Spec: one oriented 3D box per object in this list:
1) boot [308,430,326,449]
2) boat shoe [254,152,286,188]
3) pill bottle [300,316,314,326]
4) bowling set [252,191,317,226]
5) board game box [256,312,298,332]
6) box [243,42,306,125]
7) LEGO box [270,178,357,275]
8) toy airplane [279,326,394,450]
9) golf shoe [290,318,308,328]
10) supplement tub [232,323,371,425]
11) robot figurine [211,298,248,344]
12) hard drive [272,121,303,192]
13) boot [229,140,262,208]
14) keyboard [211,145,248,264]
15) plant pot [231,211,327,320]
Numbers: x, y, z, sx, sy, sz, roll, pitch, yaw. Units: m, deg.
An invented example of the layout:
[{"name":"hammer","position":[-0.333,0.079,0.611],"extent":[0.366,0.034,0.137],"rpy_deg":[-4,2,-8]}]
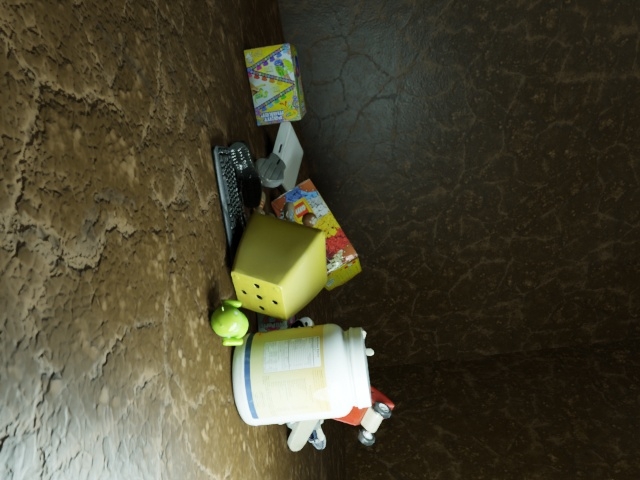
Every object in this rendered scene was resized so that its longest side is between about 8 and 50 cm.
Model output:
[{"name":"boot","position":[-0.029,0.827,2.044],"extent":[0.086,0.069,0.190],"rpy_deg":[-69,144,-65]},{"name":"boat shoe","position":[-0.184,-0.219,1.644],"extent":[0.109,0.094,0.302],"rpy_deg":[44,17,-8]},{"name":"pill bottle","position":[-0.066,0.384,2.222],"extent":[0.116,0.065,0.065],"rpy_deg":[63,20,-72]},{"name":"bowling set","position":[-0.115,-0.041,1.666],"extent":[0.287,0.200,0.154],"rpy_deg":[71,13,-45]},{"name":"board game box","position":[-0.135,0.236,1.550],"extent":[0.224,0.097,0.303],"rpy_deg":[42,42,-81]},{"name":"box","position":[-0.172,-0.626,1.949],"extent":[0.290,0.177,0.279],"rpy_deg":[-83,165,-69]},{"name":"LEGO box","position":[0.000,0.000,2.126],"extent":[0.372,0.193,0.500],"rpy_deg":[59,0,12]},{"name":"toy airplane","position":[0.018,0.495,1.606],"extent":[0.272,0.386,0.384],"rpy_deg":[-116,-176,-64]},{"name":"golf shoe","position":[-0.049,0.281,1.485],"extent":[0.198,0.077,0.094],"rpy_deg":[-20,102,-85]},{"name":"supplement tub","position":[-0.040,0.331,1.217],"extent":[0.228,0.316,0.228],"rpy_deg":[-7,90,-85]},{"name":"robot figurine","position":[-0.200,0.181,1.071],"extent":[0.115,0.067,0.101],"rpy_deg":[69,17,-67]},{"name":"hard drive","position":[-0.147,-0.345,2.126],"extent":[0.353,0.047,0.233],"rpy_deg":[55,49,-80]},{"name":"boot","position":[-0.215,-0.207,1.469],"extent":[0.137,0.077,0.198],"rpy_deg":[-98,180,-72]},{"name":"keyboard","position":[-0.232,-0.096,1.329],"extent":[0.201,0.033,0.317],"rpy_deg":[-64,147,-81]},{"name":"plant pot","position":[-0.117,0.083,1.279],"extent":[0.212,0.212,0.187],"rpy_deg":[86,25,-45]}]
